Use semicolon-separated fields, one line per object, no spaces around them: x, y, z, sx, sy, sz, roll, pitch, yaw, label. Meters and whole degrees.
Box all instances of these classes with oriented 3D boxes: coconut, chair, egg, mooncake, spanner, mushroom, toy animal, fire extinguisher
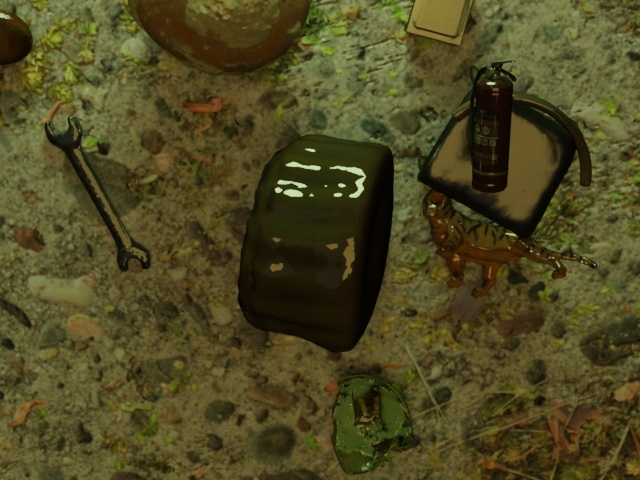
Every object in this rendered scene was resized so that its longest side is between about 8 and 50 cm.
0.075;0.270;1.582;0.133;0.055;0.158;15;104;-2;coconut
0.235;-0.113;1.385;0.188;0.272;0.166;28;101;-3;chair
-0.131;-0.319;1.395;0.245;0.203;0.203;9;102;8;egg
0.000;0.000;1.417;0.161;0.290;0.290;11;102;10;mooncake
-0.321;-0.064;1.550;0.054;0.015;0.254;-26;99;7;spanner
-0.464;-0.297;1.480;0.129;0.073;0.088;48;130;-5;mushroom
0.260;0.011;1.511;0.255;0.114;0.116;12;59;-4;toy animal
0.197;-0.135;1.232;0.043;0.064;0.158;-19;120;-34;fire extinguisher

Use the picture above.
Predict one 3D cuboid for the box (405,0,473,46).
0.166;-0.313;1.466;0.083;0.035;0.079;16;102;-2;box
